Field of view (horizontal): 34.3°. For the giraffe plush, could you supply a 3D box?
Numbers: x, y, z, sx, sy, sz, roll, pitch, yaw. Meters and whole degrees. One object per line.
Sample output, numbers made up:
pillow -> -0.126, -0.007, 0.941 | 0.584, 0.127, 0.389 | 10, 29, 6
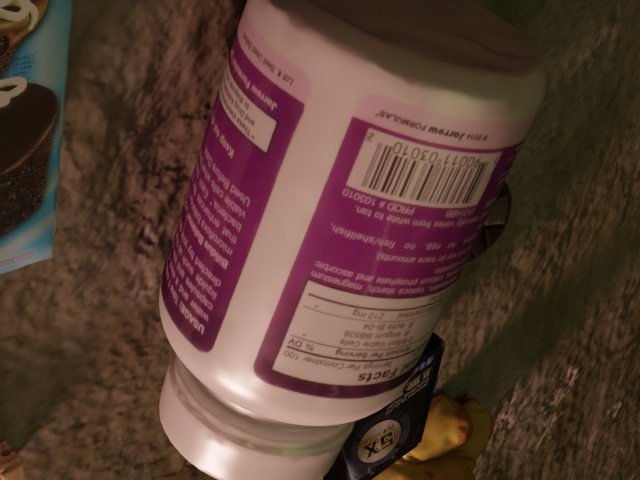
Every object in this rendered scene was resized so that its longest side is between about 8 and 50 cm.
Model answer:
giraffe plush -> 0.144, 0.283, 1.103 | 0.210, 0.170, 0.181 | -5, 128, -49

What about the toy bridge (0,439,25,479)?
toy bridge -> -0.262, 0.166, 0.600 | 0.188, 0.026, 0.063 | -25, 139, -35

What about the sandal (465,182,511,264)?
sandal -> 0.048, -0.006, 0.788 | 0.219, 0.060, 0.090 | -23, 136, -15

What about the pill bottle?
pill bottle -> 0.000, 0.000, 0.618 | 0.169, 0.169, 0.302 | -12, 133, -46

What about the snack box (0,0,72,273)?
snack box -> -0.245, -0.036, 0.371 | 0.322, 0.060, 0.187 | -20, 138, -39

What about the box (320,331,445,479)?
box -> 0.009, 0.151, 0.879 | 0.180, 0.077, 0.147 | -28, 144, -31
